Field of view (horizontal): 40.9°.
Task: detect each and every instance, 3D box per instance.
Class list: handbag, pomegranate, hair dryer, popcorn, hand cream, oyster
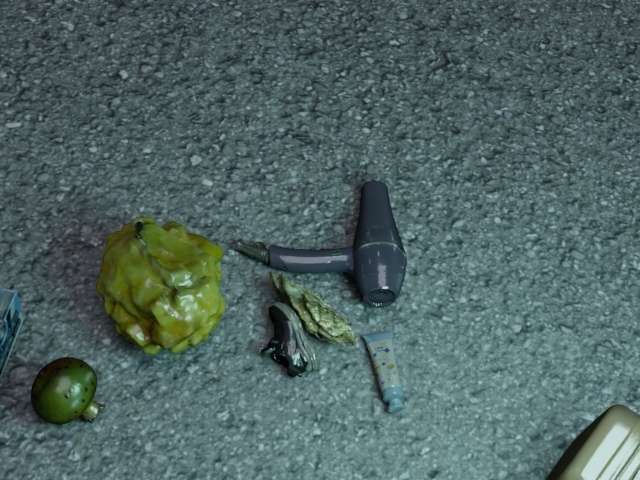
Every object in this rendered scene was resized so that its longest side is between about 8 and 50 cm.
[{"bbox_3d":[0.477,0.451,1.516,0.149,0.302,0.283,39,68,16],"label":"handbag"},{"bbox_3d":[-0.470,0.279,1.584,0.130,0.130,0.130,4,59,-6],"label":"pomegranate"},{"bbox_3d":[0.000,0.000,1.830,0.361,0.121,0.301,0,51,-2],"label":"hair dryer"},{"bbox_3d":[-0.305,0.082,1.665,0.252,0.215,0.286,-39,68,-20],"label":"popcorn"},{"bbox_3d":[0.132,0.260,1.720,0.065,0.043,0.171,-7,59,-8],"label":"hand cream"},{"bbox_3d":[-0.027,0.138,1.733,0.209,0.133,0.072,38,77,-14],"label":"oyster"}]

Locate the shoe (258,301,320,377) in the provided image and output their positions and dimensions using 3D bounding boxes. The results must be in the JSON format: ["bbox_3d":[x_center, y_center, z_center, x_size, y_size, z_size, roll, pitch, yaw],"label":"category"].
[{"bbox_3d":[-0.076,0.206,1.709,0.099,0.071,0.169,-28,68,-15],"label":"shoe"}]

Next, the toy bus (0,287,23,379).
[{"bbox_3d":[-0.641,0.233,1.570,0.106,0.131,0.297,12,59,-2],"label":"toy bus"}]
